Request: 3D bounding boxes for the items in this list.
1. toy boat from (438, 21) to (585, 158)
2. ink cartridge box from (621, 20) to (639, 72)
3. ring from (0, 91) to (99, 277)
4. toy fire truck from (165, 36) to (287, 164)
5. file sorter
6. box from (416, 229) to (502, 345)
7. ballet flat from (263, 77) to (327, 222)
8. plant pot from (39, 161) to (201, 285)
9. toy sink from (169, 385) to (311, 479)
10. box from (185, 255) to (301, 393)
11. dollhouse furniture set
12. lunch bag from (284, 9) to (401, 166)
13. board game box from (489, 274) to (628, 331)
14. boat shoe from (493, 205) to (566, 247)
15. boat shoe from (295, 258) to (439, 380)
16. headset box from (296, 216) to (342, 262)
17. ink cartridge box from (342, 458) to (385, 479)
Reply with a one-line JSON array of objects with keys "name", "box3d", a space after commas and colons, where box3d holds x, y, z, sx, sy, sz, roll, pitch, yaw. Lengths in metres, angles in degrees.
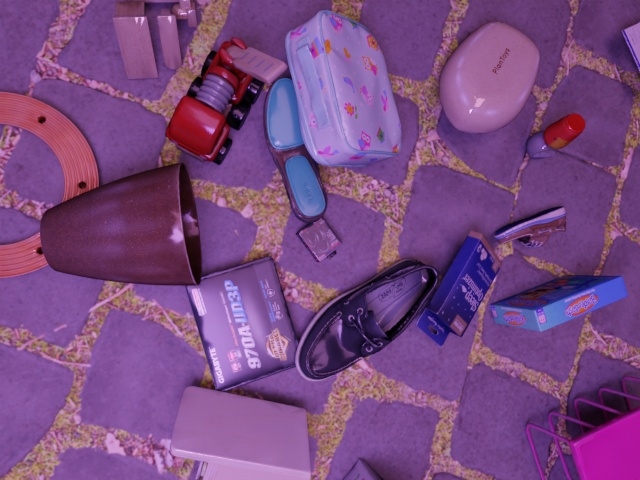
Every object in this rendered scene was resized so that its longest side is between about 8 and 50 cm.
[{"name": "toy boat", "box3d": [0.400, -0.295, 1.045, 0.318, 0.148, 0.267, 38, 75, 0]}, {"name": "ink cartridge box", "box3d": [0.882, -0.484, 1.182, 0.370, 0.069, 0.176, -27, 93, -14]}, {"name": "ring", "box3d": [-0.577, -0.100, 0.878, 0.336, 0.032, 0.337, 1, 87, -12]}, {"name": "toy fire truck", "box3d": [-0.167, -0.255, 0.860, 0.158, 0.246, 0.217, 28, 81, -8]}, {"name": "file sorter", "box3d": [0.613, 0.434, 1.011, 0.290, 0.182, 0.202, -18, 89, -13]}, {"name": "box", "box3d": [0.291, 0.108, 1.005, 0.136, 0.036, 0.225, 41, 79, -43]}, {"name": "ballet flat", "box3d": [-0.057, -0.168, 0.953, 0.095, 0.096, 0.281, -11, 89, -11]}, {"name": "plant pot", "box3d": [-0.338, -0.016, 0.836, 0.230, 0.215, 0.215, -7, 88, -7]}, {"name": "toy sink", "box3d": [-0.148, 0.376, 0.858, 0.234, 0.153, 0.131, 15, 111, -12]}, {"name": "box", "box3d": [-0.147, 0.157, 0.939, 0.175, 0.051, 0.220, -16, 91, -12]}, {"name": "dollhouse furniture set", "box3d": [-0.314, -0.416, 0.952, 0.144, 0.123, 0.151, -7, 53, -12]}, {"name": "lunch bag", "box3d": [0.041, -0.282, 0.927, 0.224, 0.107, 0.279, -11, 87, -49]}, {"name": "board game box", "box3d": [0.490, 0.126, 1.016, 0.210, 0.160, 0.047, -18, 91, -11]}, {"name": "boat shoe", "box3d": [0.469, -0.019, 1.068, 0.183, 0.066, 0.066, -19, 92, -12]}, {"name": "boat shoe", "box3d": [0.102, 0.151, 0.939, 0.340, 0.113, 0.127, -31, 97, -20]}, {"name": "headset box", "box3d": [0.000, 0.000, 0.988, 0.062, 0.032, 0.083, -37, 93, -11]}, {"name": "ink cartridge box", "box3d": [0.049, 0.588, 0.841, 0.130, 0.272, 0.309, 44, 80, -6]}]
